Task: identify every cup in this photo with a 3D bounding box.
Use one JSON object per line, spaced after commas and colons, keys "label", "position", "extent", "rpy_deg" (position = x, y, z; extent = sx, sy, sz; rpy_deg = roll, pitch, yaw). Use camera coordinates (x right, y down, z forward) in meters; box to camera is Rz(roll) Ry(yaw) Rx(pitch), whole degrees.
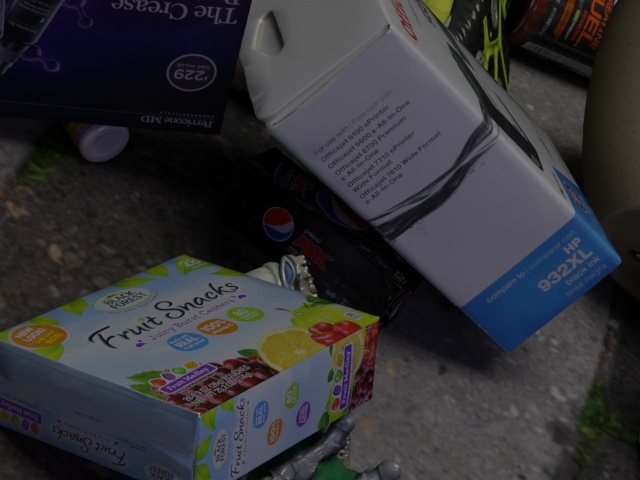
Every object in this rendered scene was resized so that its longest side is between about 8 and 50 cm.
{"label": "cup", "position": [0.375, -0.060, 1.720], "extent": [0.331, 0.331, 0.237], "rpy_deg": [32, 61, -1]}

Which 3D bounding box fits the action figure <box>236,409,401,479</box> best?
{"label": "action figure", "position": [-0.043, 0.189, 1.211], "extent": [0.137, 0.063, 0.232], "rpy_deg": [46, 43, 12]}

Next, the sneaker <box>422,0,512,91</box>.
{"label": "sneaker", "position": [0.114, -0.230, 1.874], "extent": [0.147, 0.145, 0.384], "rpy_deg": [-2, 33, 11]}

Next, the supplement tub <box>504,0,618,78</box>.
{"label": "supplement tub", "position": [0.296, -0.232, 2.028], "extent": [0.198, 0.106, 0.106], "rpy_deg": [19, 34, -19]}

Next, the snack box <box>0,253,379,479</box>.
{"label": "snack box", "position": [-0.089, 0.086, 1.246], "extent": [0.174, 0.070, 0.207], "rpy_deg": [17, 23, 31]}

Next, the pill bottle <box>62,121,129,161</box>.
{"label": "pill bottle", "position": [-0.190, -0.105, 1.503], "extent": [0.043, 0.043, 0.083], "rpy_deg": [-1, 45, -41]}

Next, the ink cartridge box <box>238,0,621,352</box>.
{"label": "ink cartridge box", "position": [0.081, -0.089, 1.507], "extent": [0.307, 0.129, 0.223], "rpy_deg": [42, 17, -31]}

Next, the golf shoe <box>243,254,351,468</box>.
{"label": "golf shoe", "position": [-0.028, 0.099, 1.368], "extent": [0.086, 0.069, 0.176], "rpy_deg": [-17, 60, -2]}

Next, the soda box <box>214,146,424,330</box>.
{"label": "soda box", "position": [0.000, 0.000, 1.507], "extent": [0.169, 0.060, 0.053], "rpy_deg": [40, 27, 11]}

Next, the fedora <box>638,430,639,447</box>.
{"label": "fedora", "position": [0.386, 0.085, 1.528], "extent": [0.275, 0.124, 0.244], "rpy_deg": [-20, 15, -22]}

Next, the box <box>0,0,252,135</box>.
{"label": "box", "position": [-0.191, -0.186, 1.419], "extent": [0.261, 0.184, 0.103], "rpy_deg": [4, 49, -13]}

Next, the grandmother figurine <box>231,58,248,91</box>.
{"label": "grandmother figurine", "position": [-0.157, -0.215, 1.640], "extent": [0.342, 0.104, 0.207], "rpy_deg": [25, 60, -16]}
